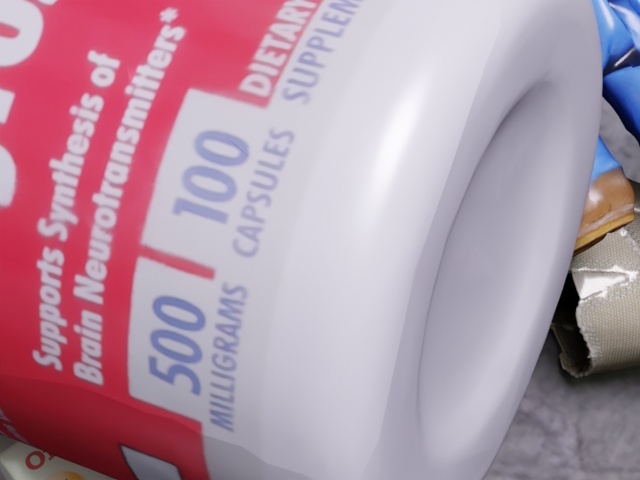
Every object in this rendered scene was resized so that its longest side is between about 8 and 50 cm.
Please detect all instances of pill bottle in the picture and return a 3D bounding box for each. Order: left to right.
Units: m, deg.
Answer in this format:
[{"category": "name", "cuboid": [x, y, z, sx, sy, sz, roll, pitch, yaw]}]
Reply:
[{"category": "pill bottle", "cuboid": [-0.117, -0.045, 0.657, 0.408, 0.229, 0.229, 17, 69, 22]}]

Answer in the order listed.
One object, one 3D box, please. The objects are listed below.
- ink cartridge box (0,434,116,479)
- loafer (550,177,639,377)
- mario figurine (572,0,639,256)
[{"category": "ink cartridge box", "cuboid": [-0.077, 0.120, 0.748, 0.092, 0.090, 0.143, -36, 81, -17]}, {"category": "loafer", "cuboid": [0.154, 0.026, 0.811, 0.268, 0.102, 0.092, 20, 72, 9]}, {"category": "mario figurine", "cuboid": [0.066, -0.148, 0.776, 0.198, 0.170, 0.320, -23, 82, -44]}]
